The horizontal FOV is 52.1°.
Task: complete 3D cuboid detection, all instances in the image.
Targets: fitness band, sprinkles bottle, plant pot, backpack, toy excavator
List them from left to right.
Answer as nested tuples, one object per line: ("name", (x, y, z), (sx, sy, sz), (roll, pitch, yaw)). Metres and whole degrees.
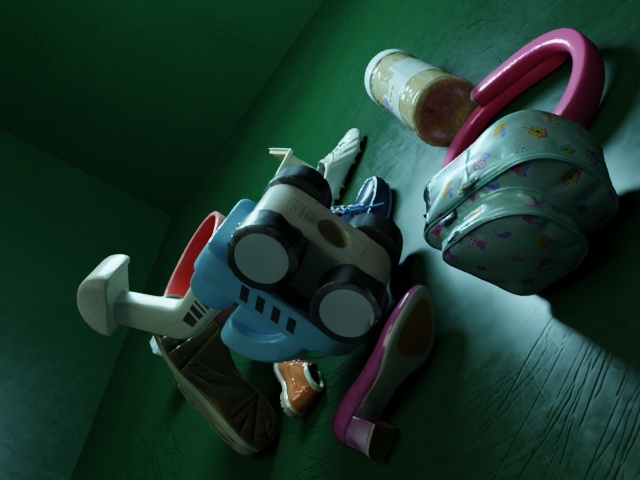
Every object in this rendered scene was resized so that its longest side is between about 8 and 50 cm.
("toy excavator", (-0.147, 0.085, 1.071), (0.445, 0.432, 0.222), (-53, 7, 32))
("plant pot", (-0.185, 0.111, 1.428), (0.275, 0.243, 0.275), (-50, 23, 29))
("sprinkles bottle", (0.177, -0.273, 1.212), (0.121, 0.121, 0.355), (-57, 20, 14))
("fitness band", (0.275, -0.174, 0.930), (0.291, 0.054, 0.209), (-38, 31, 52))
("backpack", (0.220, -0.039, 0.714), (0.188, 0.165, 0.145), (-51, 23, 37))

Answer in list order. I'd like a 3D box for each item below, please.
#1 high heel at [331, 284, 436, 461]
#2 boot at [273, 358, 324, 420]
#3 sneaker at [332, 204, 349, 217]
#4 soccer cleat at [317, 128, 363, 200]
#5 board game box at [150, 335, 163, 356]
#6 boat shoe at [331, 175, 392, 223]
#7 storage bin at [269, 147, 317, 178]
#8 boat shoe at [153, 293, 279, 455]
("high heel", (0.082, 0.173, 0.912), (0.117, 0.082, 0.244), (12, 87, 60))
("boot", (-0.035, 0.236, 1.169), (0.085, 0.059, 0.158), (-52, 29, 18))
("sneaker", (0.027, 0.003, 1.285), (0.094, 0.081, 0.209), (-42, 27, 34))
("soccer cleat", (0.038, -0.182, 1.510), (0.068, 0.076, 0.196), (-14, 50, 65))
("board game box", (-0.363, 0.213, 1.898), (0.276, 0.144, 0.142), (-63, 19, -5))
("boat shoe", (0.063, -0.018, 1.202), (0.109, 0.089, 0.259), (-34, 33, 53))
("storage bin", (-0.125, -0.103, 1.748), (0.262, 0.123, 0.260), (-63, 19, -1))
("boat shoe", (-0.218, 0.258, 1.229), (0.121, 0.341, 0.110), (-28, -14, -40))
